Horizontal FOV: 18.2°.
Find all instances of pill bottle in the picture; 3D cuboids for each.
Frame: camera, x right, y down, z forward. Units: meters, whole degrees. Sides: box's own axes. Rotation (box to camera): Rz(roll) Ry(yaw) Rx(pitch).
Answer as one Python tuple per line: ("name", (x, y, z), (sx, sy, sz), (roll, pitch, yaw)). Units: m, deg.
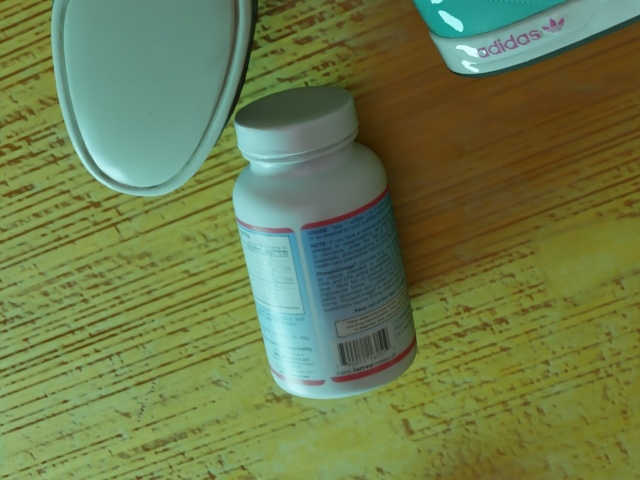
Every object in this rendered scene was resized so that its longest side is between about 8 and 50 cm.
("pill bottle", (0.000, 0.000, 1.108), (0.087, 0.087, 0.160), (-6, 112, 13))

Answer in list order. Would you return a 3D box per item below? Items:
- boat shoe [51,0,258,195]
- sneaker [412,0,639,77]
("boat shoe", (-0.080, -0.187, 1.048), (0.112, 0.095, 0.335), (7, 120, 9))
("sneaker", (0.150, -0.215, 0.971), (0.295, 0.124, 0.178), (-24, 117, 21))
